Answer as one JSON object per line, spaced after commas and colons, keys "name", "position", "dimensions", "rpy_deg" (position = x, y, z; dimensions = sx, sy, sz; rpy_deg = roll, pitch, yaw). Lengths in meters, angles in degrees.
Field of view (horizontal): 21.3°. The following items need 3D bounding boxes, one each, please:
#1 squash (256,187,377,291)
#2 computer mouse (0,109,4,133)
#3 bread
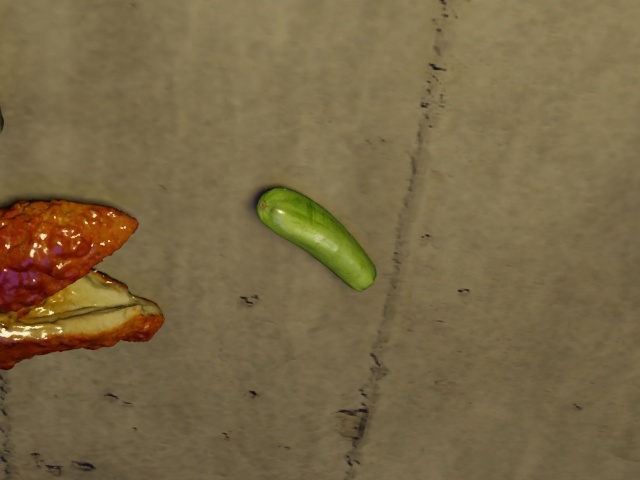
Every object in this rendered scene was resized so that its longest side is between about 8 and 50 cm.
{"name": "squash", "position": [0.000, -0.001, 0.892], "dimensions": [0.027, 0.027, 0.089], "rpy_deg": [-21, 139, 33]}
{"name": "computer mouse", "position": [-0.267, -0.119, 0.719], "dimensions": [0.188, 0.122, 0.371], "rpy_deg": [-2, 145, 13]}
{"name": "bread", "position": [-0.223, 0.040, 0.932], "dimensions": [0.269, 0.095, 0.139], "rpy_deg": [-4, 149, 9]}
